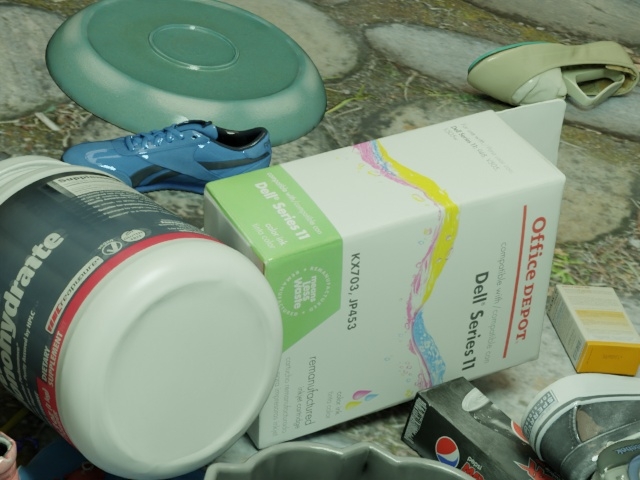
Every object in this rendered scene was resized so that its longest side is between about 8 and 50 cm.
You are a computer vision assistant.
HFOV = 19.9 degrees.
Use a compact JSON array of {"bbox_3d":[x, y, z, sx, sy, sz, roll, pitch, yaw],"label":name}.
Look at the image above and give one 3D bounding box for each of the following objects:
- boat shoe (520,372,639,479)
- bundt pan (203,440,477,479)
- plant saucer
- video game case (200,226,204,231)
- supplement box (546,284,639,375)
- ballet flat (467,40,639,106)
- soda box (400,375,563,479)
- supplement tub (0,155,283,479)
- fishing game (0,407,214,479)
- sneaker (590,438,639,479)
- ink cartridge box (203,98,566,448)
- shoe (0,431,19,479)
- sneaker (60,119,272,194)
[{"bbox_3d":[0.309,0.168,1.513,0.301,0.108,0.102,5,35,-35],"label":"boat shoe"},{"bbox_3d":[0.031,0.290,1.232,0.331,0.124,0.331,11,34,-7],"label":"bundt pan"},{"bbox_3d":[-0.143,-0.200,2.022,0.317,0.044,0.317,11,31,-7],"label":"plant saucer"},{"bbox_3d":[0.000,0.000,1.772,0.183,0.023,0.201,23,33,20],"label":"video game case"},{"bbox_3d":[0.262,0.085,1.743,0.062,0.036,0.098,4,33,-16],"label":"supplement box"},{"bbox_3d":[0.283,-0.191,2.158,0.248,0.086,0.086,-12,40,-37],"label":"ballet flat"},{"bbox_3d":[0.146,0.187,1.519,0.060,0.053,0.169,-14,42,-38],"label":"soda box"},{"bbox_3d":[-0.175,0.052,1.433,0.191,0.191,0.272,-11,26,-35],"label":"supplement tub"},{"bbox_3d":[-0.147,0.203,1.386,0.264,0.041,0.189,26,36,17],"label":"fishing game"},{"bbox_3d":[0.291,0.292,1.368,0.111,0.129,0.297,-15,61,-42],"label":"sneaker"},{"bbox_3d":[0.082,0.021,1.555,0.353,0.207,0.119,-16,41,-24],"label":"ink cartridge box"},{"bbox_3d":[-0.302,0.173,1.309,0.178,0.081,0.063,1,36,-4],"label":"shoe"},{"bbox_3d":[-0.151,-0.091,1.810,0.209,0.082,0.069,3,35,-16],"label":"sneaker"}]
